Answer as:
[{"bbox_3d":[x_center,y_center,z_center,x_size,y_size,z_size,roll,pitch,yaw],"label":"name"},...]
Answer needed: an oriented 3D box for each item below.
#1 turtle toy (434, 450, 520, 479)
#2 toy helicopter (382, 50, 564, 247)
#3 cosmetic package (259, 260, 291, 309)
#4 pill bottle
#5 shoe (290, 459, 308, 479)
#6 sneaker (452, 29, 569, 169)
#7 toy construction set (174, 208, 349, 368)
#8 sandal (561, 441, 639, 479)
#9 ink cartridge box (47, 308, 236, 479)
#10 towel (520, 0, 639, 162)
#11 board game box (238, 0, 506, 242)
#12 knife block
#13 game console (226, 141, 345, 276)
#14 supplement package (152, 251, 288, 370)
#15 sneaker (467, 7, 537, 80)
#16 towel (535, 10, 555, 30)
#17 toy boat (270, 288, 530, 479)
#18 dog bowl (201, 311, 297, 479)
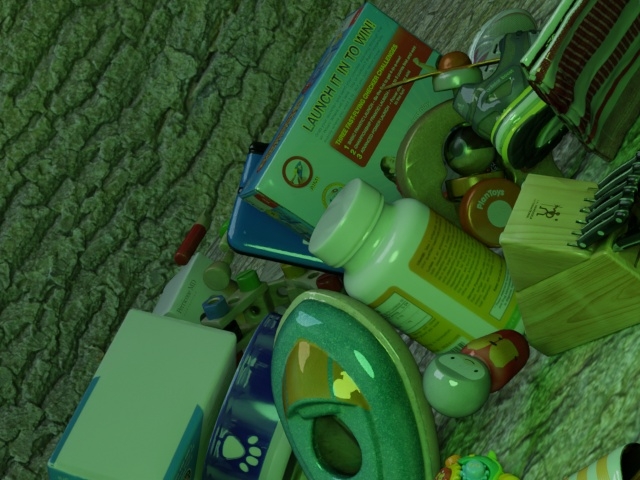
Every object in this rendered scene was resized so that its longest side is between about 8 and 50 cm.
[{"bbox_3d":[0.135,0.261,1.305,0.130,0.066,0.095,-59,13,-12],"label":"turtle toy"},{"bbox_3d":[0.238,-0.163,1.633,0.355,0.235,0.140,-39,6,-10],"label":"toy helicopter"},{"bbox_3d":[0.000,0.000,2.323,0.160,0.113,0.309,-40,22,52],"label":"cosmetic package"},{"bbox_3d":[0.114,0.037,1.520,0.136,0.245,0.136,-52,14,18],"label":"pill bottle"},{"bbox_3d":[-0.036,0.355,1.717,0.076,0.058,0.219,-32,27,60],"label":"shoe"},{"bbox_3d":[0.272,-0.210,1.522,0.300,0.121,0.111,-40,-28,-27],"label":"sneaker"},{"bbox_3d":[-0.067,0.056,2.075,0.257,0.309,0.237,-39,15,30],"label":"toy construction set"},{"bbox_3d":[0.205,0.243,1.071,0.265,0.076,0.102,-51,14,22],"label":"sandal"},{"bbox_3d":[-0.235,0.339,1.863,0.395,0.166,0.285,94,-166,-45],"label":"ink cartridge box"},{"bbox_3d":[0.328,-0.222,1.417,0.237,0.037,0.329,-56,-26,4],"label":"towel"},{"bbox_3d":[0.097,-0.107,1.805,0.308,0.302,0.086,-59,13,-14],"label":"board game box"},{"bbox_3d":[0.304,0.025,1.271,0.088,0.242,0.276,-62,-31,-28],"label":"knife block"},{"bbox_3d":[0.027,-0.043,1.999,0.173,0.293,0.250,95,-172,-67],"label":"game console"},{"bbox_3d":[-0.153,0.158,2.200,0.134,0.244,0.139,-42,20,48],"label":"supplement package"},{"bbox_3d":[0.266,-0.232,1.970,0.252,0.103,0.111,-68,16,-12],"label":"sneaker"},{"bbox_3d":[0.349,-0.296,1.812,0.187,0.049,0.282,-47,4,22],"label":"towel"},{"bbox_3d":[0.068,0.165,1.418,0.318,0.268,0.148,-23,0,40],"label":"toy boat"},{"bbox_3d":[-0.064,0.234,1.798,0.265,0.104,0.265,20,-90,-83],"label":"dog bowl"}]
